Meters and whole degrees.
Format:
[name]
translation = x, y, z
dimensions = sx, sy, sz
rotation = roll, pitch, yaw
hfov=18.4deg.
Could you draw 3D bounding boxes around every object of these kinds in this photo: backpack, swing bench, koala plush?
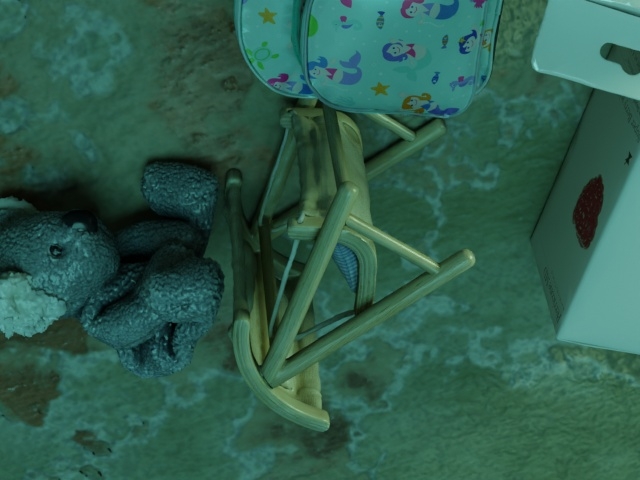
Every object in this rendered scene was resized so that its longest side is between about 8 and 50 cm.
[backpack]
translation = 0.042, -0.230, 1.816
dimensions = 0.253, 0.191, 0.225
rotation = 5, 126, -3
[swing bench]
translation = 0.000, 0.000, 1.928
dimensions = 0.165, 0.253, 0.255
rotation = 29, 117, -24
[koala plush]
translation = -0.229, 0.034, 1.976
dimensions = 0.221, 0.196, 0.203
rotation = 10, 134, -17

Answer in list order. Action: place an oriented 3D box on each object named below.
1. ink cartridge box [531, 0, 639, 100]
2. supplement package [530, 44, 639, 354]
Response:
[ink cartridge box]
translation = 0.334, -0.288, 1.721
dimensions = 0.207, 0.119, 0.353
rotation = 13, 99, -15
[supplement package]
translation = 0.349, -0.048, 1.975
dimensions = 0.175, 0.177, 0.293
rotation = 11, 123, -13
